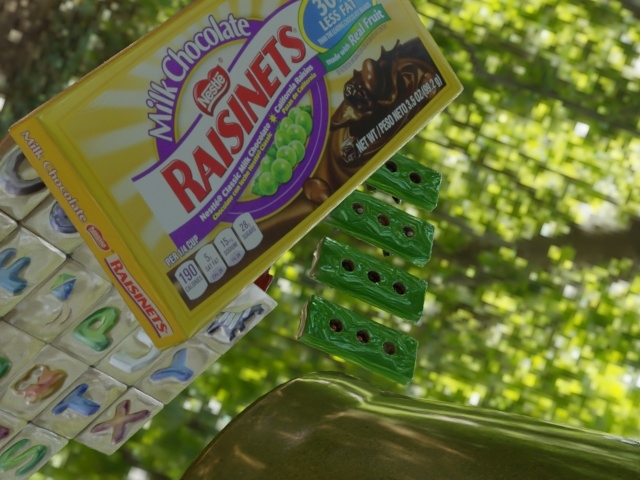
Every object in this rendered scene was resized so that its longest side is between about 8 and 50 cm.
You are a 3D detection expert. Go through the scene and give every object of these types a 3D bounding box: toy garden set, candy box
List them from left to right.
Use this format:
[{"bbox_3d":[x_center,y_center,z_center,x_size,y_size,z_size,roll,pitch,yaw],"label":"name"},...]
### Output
[{"bbox_3d":[-0.026,-0.055,0.624,0.027,0.105,0.206,-23,-164,50],"label":"candy box"},{"bbox_3d":[0.000,0.000,1.360,0.049,0.203,0.244,-49,-158,47],"label":"toy garden set"}]

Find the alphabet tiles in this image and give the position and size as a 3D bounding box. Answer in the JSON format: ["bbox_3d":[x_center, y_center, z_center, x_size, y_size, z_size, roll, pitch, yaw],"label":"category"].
[{"bbox_3d":[-0.156,0.045,0.958,0.285,0.011,0.342,-42,151,3],"label":"alphabet tiles"}]

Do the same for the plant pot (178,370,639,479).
[{"bbox_3d":[0.096,0.235,0.722,0.366,0.353,0.366,-38,140,-40],"label":"plant pot"}]
